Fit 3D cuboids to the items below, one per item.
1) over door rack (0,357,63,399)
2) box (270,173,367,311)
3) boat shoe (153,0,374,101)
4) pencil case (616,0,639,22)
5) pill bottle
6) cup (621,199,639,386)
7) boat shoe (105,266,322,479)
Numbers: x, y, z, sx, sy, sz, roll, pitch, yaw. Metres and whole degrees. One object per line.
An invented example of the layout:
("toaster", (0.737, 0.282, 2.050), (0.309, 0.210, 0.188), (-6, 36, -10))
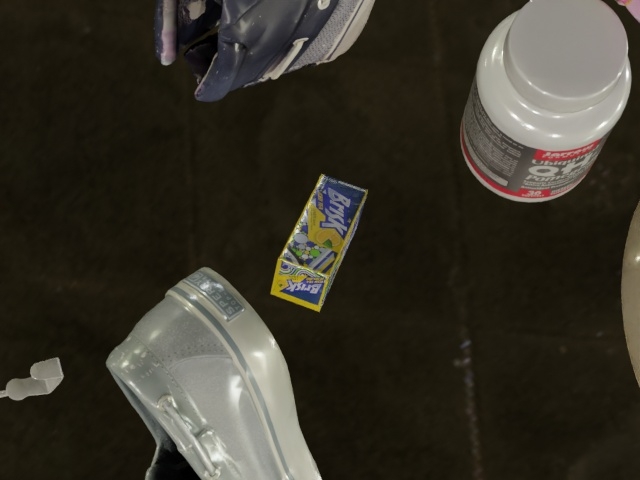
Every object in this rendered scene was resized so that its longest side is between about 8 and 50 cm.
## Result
("over door rack", (-0.378, 0.275, 1.493), (0.324, 0.108, 0.239), (-14, 75, -10))
("box", (0.000, 0.000, 1.695), (0.059, 0.054, 0.169), (20, 39, 4))
("boat shoe", (-0.016, -0.235, 1.103), (0.158, 0.340, 0.127), (-30, 63, -37))
("pencil case", (0.385, -0.257, 1.648), (0.124, 0.124, 0.284), (-13, 50, -31))
("pill bottle", (0.264, -0.170, 1.827), (0.176, 0.318, 0.176), (0, 75, 0))
("cup", (0.453, 0.047, 1.300), (0.331, 0.237, 0.331), (8, 76, -33))
("boat shoe", (-0.052, 0.110, 0.751), (0.081, 0.227, 0.079), (-35, 49, -19))
